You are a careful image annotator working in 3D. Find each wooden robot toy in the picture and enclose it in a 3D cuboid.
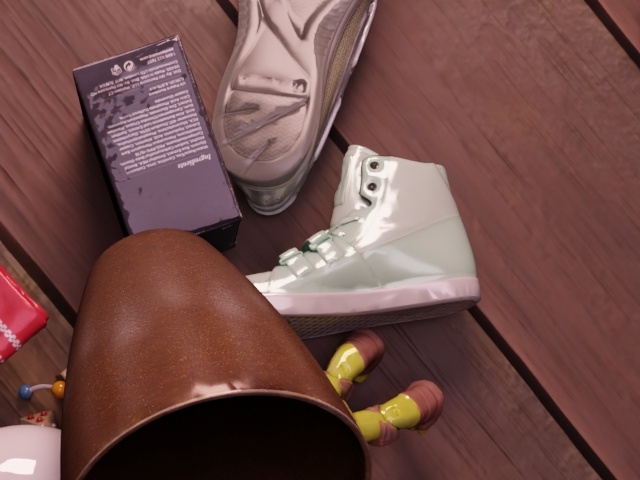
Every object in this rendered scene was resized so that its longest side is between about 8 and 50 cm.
[{"bbox_3d":[-0.176,0.108,1.316,0.173,0.079,0.076,-41,89,-17],"label":"wooden robot toy"}]

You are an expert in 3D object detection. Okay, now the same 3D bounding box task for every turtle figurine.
[{"bbox_3d":[-0.013,0.147,1.297,0.269,0.087,0.217,28,38,25],"label":"turtle figurine"}]

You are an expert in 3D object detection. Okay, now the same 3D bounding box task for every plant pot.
[{"bbox_3d":[-0.099,0.105,1.168,0.215,0.215,0.230,-8,42,-14],"label":"plant pot"}]

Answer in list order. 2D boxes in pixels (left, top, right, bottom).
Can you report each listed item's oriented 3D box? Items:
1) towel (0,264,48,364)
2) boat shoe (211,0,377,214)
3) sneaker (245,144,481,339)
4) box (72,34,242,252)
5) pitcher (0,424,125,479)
[{"bbox_3d":[-0.373,0.076,1.247,0.275,0.031,0.199,-41,84,-16],"label":"towel"},{"bbox_3d":[-0.016,-0.181,1.413,0.118,0.103,0.320,9,70,9],"label":"boat shoe"},{"bbox_3d":[0.000,0.000,1.376,0.255,0.094,0.151,-7,75,-13],"label":"sneaker"},{"bbox_3d":[-0.133,-0.064,1.317,0.093,0.156,0.158,-20,83,-8],"label":"box"},{"bbox_3d":[-0.175,0.230,1.211,0.207,0.178,0.125,25,110,-35],"label":"pitcher"}]
